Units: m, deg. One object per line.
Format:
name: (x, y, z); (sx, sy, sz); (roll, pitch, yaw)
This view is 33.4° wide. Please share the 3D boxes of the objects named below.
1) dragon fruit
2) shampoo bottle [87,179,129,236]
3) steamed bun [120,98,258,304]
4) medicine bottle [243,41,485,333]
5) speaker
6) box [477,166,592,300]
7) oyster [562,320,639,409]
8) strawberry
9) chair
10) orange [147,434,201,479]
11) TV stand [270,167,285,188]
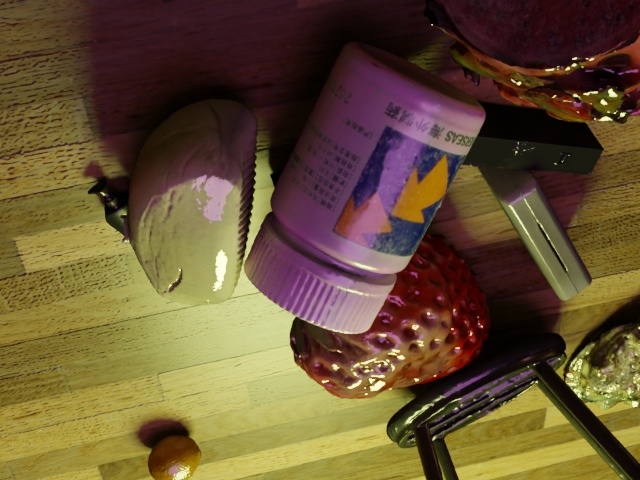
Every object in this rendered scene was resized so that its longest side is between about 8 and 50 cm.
dragon fruit: (0.286, -0.261, 1.097); (0.263, 0.314, 0.296); (22, 101, -52)
shampoo bottle: (-0.231, -0.024, 1.303); (0.048, 0.027, 0.137); (-31, 134, 5)
steamed bun: (-0.155, -0.044, 1.220); (0.152, 0.170, 0.239); (5, 135, 0)
medicine bottle: (0.046, -0.058, 1.203); (0.178, 0.178, 0.291); (17, 108, -31)
speaker: (0.236, -0.129, 1.317); (0.218, 0.082, 0.044); (3, 131, -22)
box: (0.287, -0.022, 1.420); (0.055, 0.103, 0.244); (-33, 134, 8)
oyster: (0.512, 0.206, 1.731); (0.198, 0.092, 0.260); (9, 133, -21)
strawberry: (0.121, 0.124, 1.440); (0.336, 0.149, 0.265); (11, 120, -42)
chair: (0.321, 0.377, 1.553); (0.364, 0.410, 0.362); (-30, 161, 6)
orange: (-0.223, 0.334, 1.627); (0.085, 0.085, 0.085); (-9, 135, -9)
TV stand: (0.000, 0.000, 1.391); (0.049, 0.040, 0.256); (-22, 139, 3)
